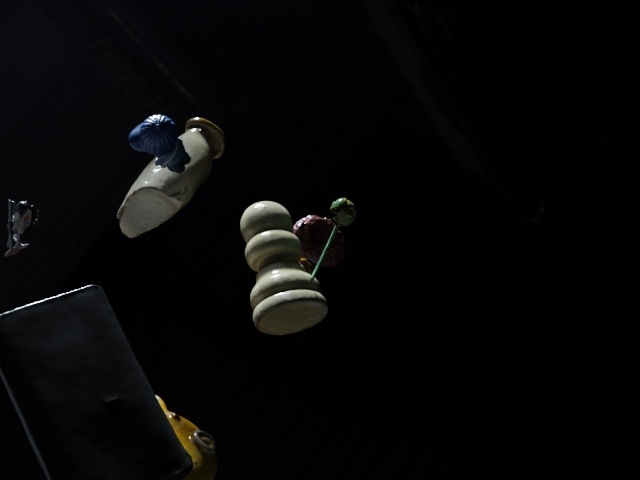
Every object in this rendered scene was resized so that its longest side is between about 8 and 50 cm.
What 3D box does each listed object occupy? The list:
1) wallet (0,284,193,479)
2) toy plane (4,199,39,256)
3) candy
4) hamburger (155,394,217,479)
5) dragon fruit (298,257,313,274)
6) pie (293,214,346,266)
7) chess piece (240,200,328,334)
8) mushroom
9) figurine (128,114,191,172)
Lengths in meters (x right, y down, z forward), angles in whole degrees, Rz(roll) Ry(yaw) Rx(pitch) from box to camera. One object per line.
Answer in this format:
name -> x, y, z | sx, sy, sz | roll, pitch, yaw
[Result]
wallet -> -0.412, 0.279, 1.260 | 0.406, 0.228, 0.062 | 56, -33, 20
toy plane -> -0.805, -0.038, 1.910 | 0.053, 0.078, 0.197 | 37, -54, 15
candy -> 0.020, -0.001, 1.548 | 0.061, 0.202, 0.061 | 23, -19, 8
hamburger -> -0.350, 0.450, 1.487 | 0.261, 0.186, 0.302 | 12, 13, -21
dragon fruit -> -0.099, 0.077, 2.016 | 0.133, 0.150, 0.207 | 7, 7, -37
pie -> 0.000, 0.000, 1.759 | 0.153, 0.153, 0.038 | 39, -50, -11
chess piece -> -0.096, 0.045, 1.604 | 0.167, 0.167, 0.300 | 63, 10, -61
mushroom -> -0.360, -0.173, 1.806 | 0.137, 0.407, 0.154 | 38, -45, -14
figurine -> -0.273, -0.165, 1.271 | 0.079, 0.077, 0.136 | 22, -16, 35
